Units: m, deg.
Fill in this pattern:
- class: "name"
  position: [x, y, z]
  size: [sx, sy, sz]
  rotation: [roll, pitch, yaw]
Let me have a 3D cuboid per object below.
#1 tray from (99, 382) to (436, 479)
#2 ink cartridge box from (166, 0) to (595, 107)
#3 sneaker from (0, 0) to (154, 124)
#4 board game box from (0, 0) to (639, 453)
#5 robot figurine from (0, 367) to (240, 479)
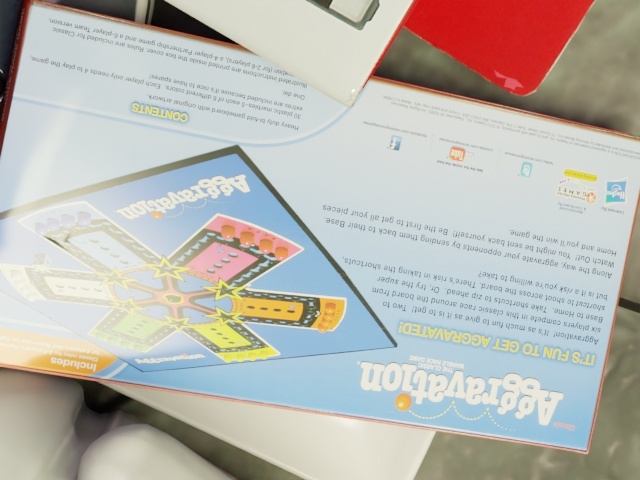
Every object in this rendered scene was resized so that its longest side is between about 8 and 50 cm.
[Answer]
- class: "tray"
  position: [-0.057, 0.005, 0.765]
  size: [0.270, 0.030, 0.145]
  rotation: [26, 95, -2]
- class: "ink cartridge box"
  position: [0.038, -0.223, 0.612]
  size: [0.272, 0.130, 0.309]
  rotation: [29, 114, -2]
- class: "sneaker"
  position: [-0.193, -0.023, 0.687]
  size: [0.126, 0.127, 0.321]
  rotation: [43, 94, -2]
- class: "board game box"
  position: [0.000, 0.000, 0.703]
  size: [0.281, 0.027, 0.145]
  rotation: [11, 91, -20]
- class: "robot figurine"
  position: [-0.089, 0.184, 0.695]
  size: [0.353, 0.200, 0.300]
  rotation: [33, 131, -6]
